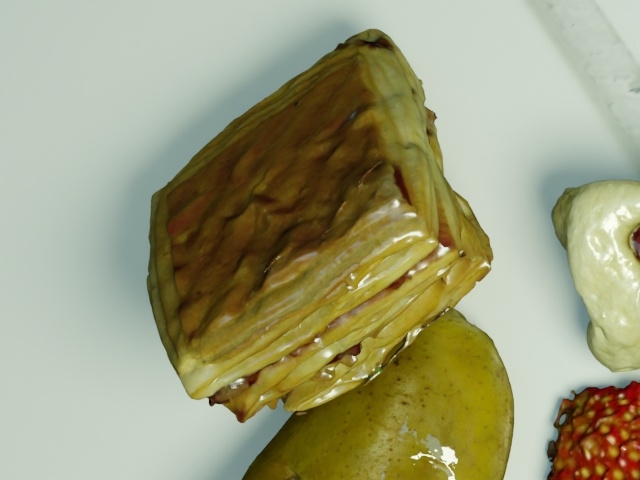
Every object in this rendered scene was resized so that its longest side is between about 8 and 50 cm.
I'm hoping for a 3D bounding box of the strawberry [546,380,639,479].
[{"bbox_3d":[0.290,0.245,1.348,0.306,0.138,0.233,32,94,19],"label":"strawberry"}]

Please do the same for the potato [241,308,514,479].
[{"bbox_3d":[0.036,0.226,1.437,0.369,0.176,0.195,-56,28,-4],"label":"potato"}]

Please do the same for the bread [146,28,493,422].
[{"bbox_3d":[0.000,0.000,1.427,0.277,0.167,0.324,-35,30,13],"label":"bread"}]

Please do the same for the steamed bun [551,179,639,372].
[{"bbox_3d":[0.273,0.033,1.387,0.172,0.141,0.155,1,86,16],"label":"steamed bun"}]
